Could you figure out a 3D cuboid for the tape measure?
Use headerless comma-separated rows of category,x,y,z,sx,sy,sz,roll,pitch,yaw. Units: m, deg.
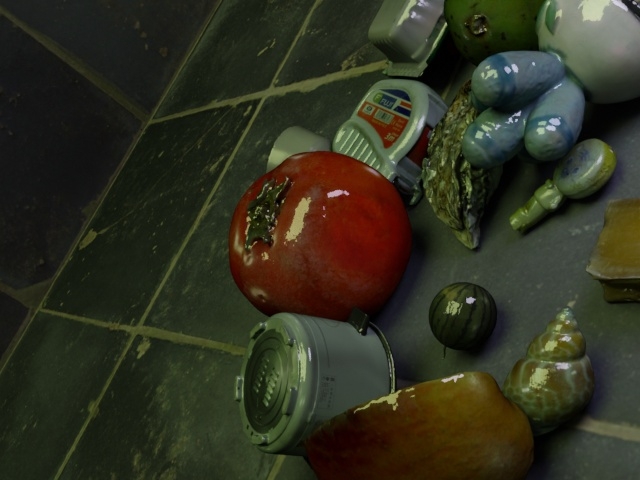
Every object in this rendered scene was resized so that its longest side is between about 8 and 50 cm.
tape measure,0.155,-0.205,1.652,0.246,0.125,0.243,-54,38,2

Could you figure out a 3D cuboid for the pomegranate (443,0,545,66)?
pomegranate,0.368,-0.449,1.523,0.270,0.254,0.254,-34,23,-27

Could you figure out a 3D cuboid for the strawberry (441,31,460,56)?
strawberry,0.329,-0.469,1.744,0.187,0.082,0.146,12,76,51

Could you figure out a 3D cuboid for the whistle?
whistle,0.391,-0.081,1.298,0.198,0.057,0.104,-46,21,24

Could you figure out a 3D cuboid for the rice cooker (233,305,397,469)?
rice cooker,0.001,0.239,1.314,0.241,0.227,0.280,29,105,60

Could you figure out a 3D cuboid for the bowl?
bowl,-0.020,-0.139,1.758,0.112,0.211,0.211,15,69,29

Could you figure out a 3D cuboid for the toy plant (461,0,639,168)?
toy plant,0.363,-0.238,1.297,0.332,0.247,0.247,-43,33,7

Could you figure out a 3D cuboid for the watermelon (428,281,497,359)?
watermelon,0.217,0.129,1.263,0.133,0.105,0.105,-65,30,9

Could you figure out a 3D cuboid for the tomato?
tomato,0.000,0.000,1.484,0.293,0.290,0.325,-7,60,50

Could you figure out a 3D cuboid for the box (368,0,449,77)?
box,0.206,-0.506,1.800,0.264,0.106,0.336,-61,16,5

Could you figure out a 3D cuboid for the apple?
apple,0.119,0.298,1.102,0.346,0.254,0.179,-39,6,39

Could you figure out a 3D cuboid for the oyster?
oyster,0.266,-0.147,1.456,0.162,0.158,0.350,96,-178,-63

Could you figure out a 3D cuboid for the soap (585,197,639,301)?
soap,0.480,0.009,1.067,0.233,0.076,0.135,-5,53,51

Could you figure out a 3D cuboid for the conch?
conch,0.304,0.194,1.090,0.173,0.106,0.116,-44,11,39
